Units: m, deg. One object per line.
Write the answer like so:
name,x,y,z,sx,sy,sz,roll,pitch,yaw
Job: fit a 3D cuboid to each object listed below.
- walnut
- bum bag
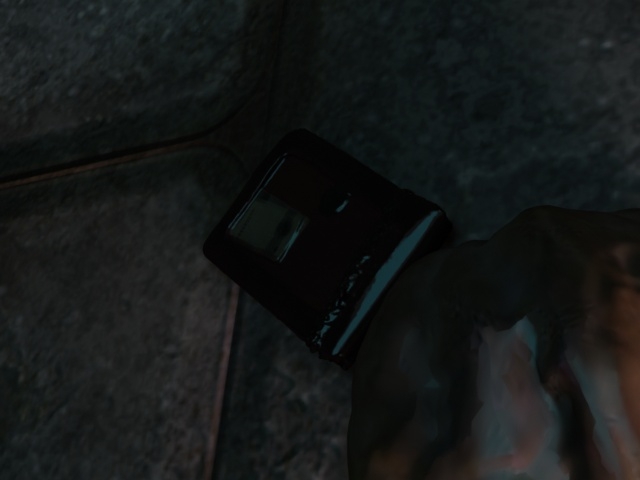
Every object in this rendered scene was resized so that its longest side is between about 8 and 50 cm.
walnut,0.116,0.094,0.554,0.224,0.224,0.224,-17,57,27
bum bag,0.000,0.000,0.803,0.109,0.026,0.159,-52,43,-1
